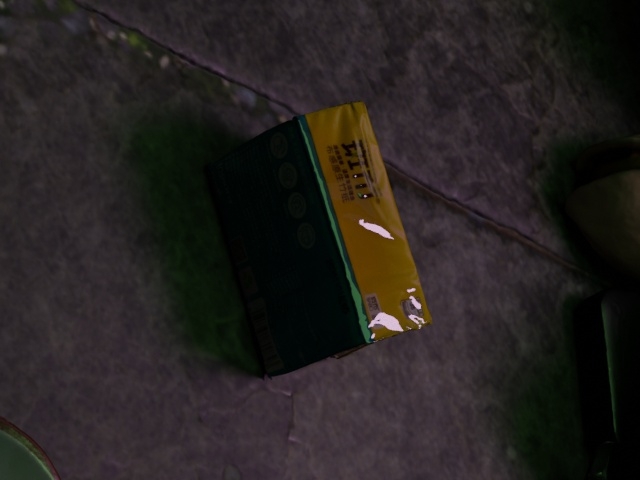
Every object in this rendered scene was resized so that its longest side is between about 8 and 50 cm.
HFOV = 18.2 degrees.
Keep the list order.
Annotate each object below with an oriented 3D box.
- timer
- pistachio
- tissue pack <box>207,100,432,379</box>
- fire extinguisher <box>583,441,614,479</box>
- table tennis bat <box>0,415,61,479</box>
[{"bbox_3d":[0.295,0.121,1.667,0.187,0.055,0.144,11,66,-34],"label":"timer"},{"bbox_3d":[0.324,-0.023,1.665,0.238,0.153,0.137,8,53,9],"label":"pistachio"},{"bbox_3d":[0.000,0.000,1.410,0.082,0.120,0.169,-10,80,-41],"label":"tissue pack"},{"bbox_3d":[0.221,0.272,1.516,0.071,0.099,0.231,0,73,-11],"label":"fire extinguisher"},{"bbox_3d":[-0.218,0.245,1.153,0.173,0.022,0.301,-5,89,-6],"label":"table tennis bat"}]
